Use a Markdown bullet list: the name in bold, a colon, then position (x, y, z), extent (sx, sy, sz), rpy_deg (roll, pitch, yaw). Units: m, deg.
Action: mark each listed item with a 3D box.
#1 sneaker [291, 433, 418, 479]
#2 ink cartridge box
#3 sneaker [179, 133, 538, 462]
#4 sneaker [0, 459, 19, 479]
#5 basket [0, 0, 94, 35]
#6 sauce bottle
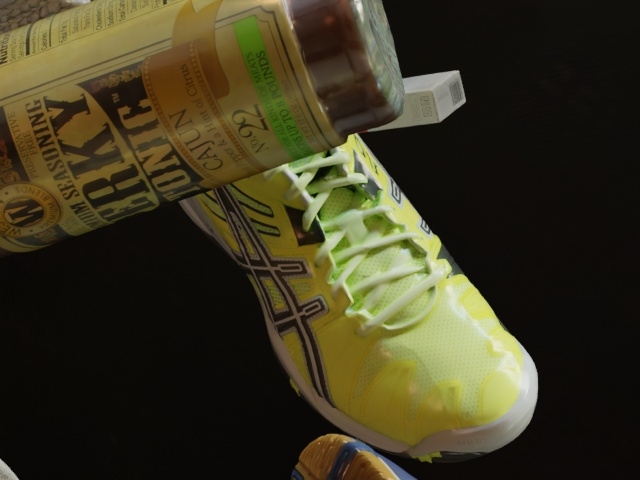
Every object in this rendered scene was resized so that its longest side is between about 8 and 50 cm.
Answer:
- **sneaker**: position (0.091, 0.251, 1.491), extent (0.131, 0.296, 0.112), rpy_deg (14, 105, -42)
- **ink cartridge box**: position (0.050, -0.106, 1.518), extent (0.115, 0.063, 0.029), rpy_deg (-7, 105, 27)
- **sneaker**: position (0.000, 0.000, 1.338), extent (0.145, 0.147, 0.384), rpy_deg (-38, 64, -15)
- **sneaker**: position (-0.397, 0.151, 1.466), extent (0.323, 0.236, 0.130), rpy_deg (25, 92, -50)
- **basket**: position (-0.205, -0.204, 1.382), extent (0.103, 0.167, 0.113), rpy_deg (15, 78, -28)
- **sauce bottle**: position (-0.131, -0.054, 0.964), extent (0.344, 0.111, 0.111), rpy_deg (-20, 94, 10)
